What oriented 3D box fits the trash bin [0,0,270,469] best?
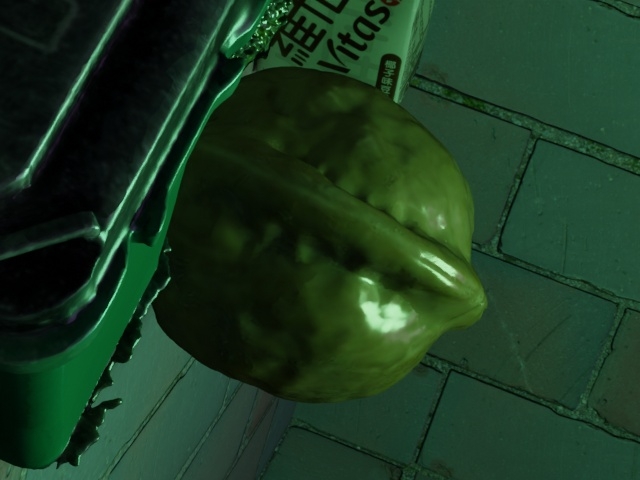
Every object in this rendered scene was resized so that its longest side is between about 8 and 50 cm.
[{"bbox_3d":[-0.184,-0.052,0.792,0.381,0.259,0.295,111,3,-64],"label":"trash bin"}]

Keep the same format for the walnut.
[{"bbox_3d":[-0.014,0.002,1.638,0.383,0.383,0.384,21,90,-83],"label":"walnut"}]

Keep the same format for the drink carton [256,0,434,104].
[{"bbox_3d":[0.041,-0.315,1.825,0.324,0.194,0.132,101,10,-50],"label":"drink carton"}]

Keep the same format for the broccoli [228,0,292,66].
[{"bbox_3d":[-0.108,-0.213,1.149,0.226,0.198,0.176,-42,-148,6],"label":"broccoli"}]
